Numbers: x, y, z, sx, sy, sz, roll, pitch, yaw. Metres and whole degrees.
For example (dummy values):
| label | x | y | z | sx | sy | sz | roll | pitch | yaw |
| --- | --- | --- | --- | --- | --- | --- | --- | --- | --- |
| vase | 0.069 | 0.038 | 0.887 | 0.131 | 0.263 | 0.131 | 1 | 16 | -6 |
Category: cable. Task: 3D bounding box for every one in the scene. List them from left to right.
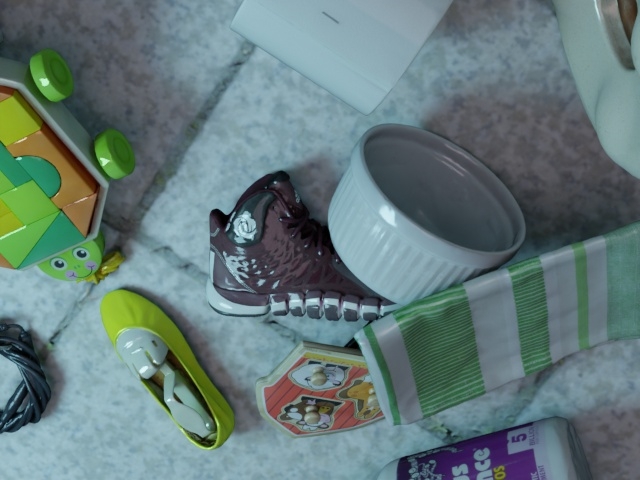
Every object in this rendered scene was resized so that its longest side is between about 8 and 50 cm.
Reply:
| label | x | y | z | sx | sy | sz | roll | pitch | yaw |
| --- | --- | --- | --- | --- | --- | --- | --- | --- | --- |
| cable | -0.424 | 0.176 | 1.883 | 0.184 | 0.047 | 0.150 | -17 | 114 | 11 |

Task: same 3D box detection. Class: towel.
| label | x | y | z | sx | sy | sz | roll | pitch | yaw |
| --- | --- | --- | --- | --- | --- | --- | --- | --- | --- |
| towel | 0.206 | 0.097 | 1.658 | 0.324 | 0.038 | 0.248 | -19 | 149 | 1 |

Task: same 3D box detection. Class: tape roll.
| label | x | y | z | sx | sy | sz | roll | pitch | yaw |
| --- | --- | --- | --- | --- | --- | --- | --- | --- | --- |
| tape roll | 0.042 | -0.270 | 1.524 | 0.169 | 0.246 | 0.246 | 33 | 113 | -5 |

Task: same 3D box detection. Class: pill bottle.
| label | x | y | z | sx | sy | sz | roll | pitch | yaw |
| --- | --- | --- | --- | --- | --- | --- | --- | --- | --- |
| pill bottle | 0.166 | 0.321 | 1.788 | 0.301 | 0.169 | 0.169 | -18 | 109 | 14 |

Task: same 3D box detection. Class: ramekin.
| label | x | y | z | sx | sy | sz | roll | pitch | yaw |
| --- | --- | --- | --- | --- | --- | --- | --- | --- | --- |
| ramekin | 0.105 | -0.019 | 1.644 | 0.207 | 0.207 | 0.109 | 30 | 121 | -5 |

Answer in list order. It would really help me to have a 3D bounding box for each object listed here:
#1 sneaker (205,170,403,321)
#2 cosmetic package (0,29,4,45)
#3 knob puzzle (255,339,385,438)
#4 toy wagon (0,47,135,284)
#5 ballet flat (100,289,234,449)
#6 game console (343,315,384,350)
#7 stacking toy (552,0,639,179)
| label | x | y | z | sx | sy | sz | roll | pitch | yaw |
| --- | --- | --- | --- | --- | --- | --- | --- | --- | --- |
| sneaker | 0.000 | 0.000 | 1.717 | 0.281 | 0.106 | 0.162 | -2 | 109 | 9 |
| cosmetic package | -0.530 | -0.229 | 1.690 | 0.309 | 0.113 | 0.160 | -15 | 110 | 14 |
| knob puzzle | 0.013 | 0.189 | 1.781 | 0.213 | 0.030 | 0.213 | -5 | 145 | -4 |
| toy wagon | -0.339 | -0.060 | 1.701 | 0.267 | 0.068 | 0.344 | -23 | 125 | 21 |
| ballet flat | -0.183 | 0.158 | 1.819 | 0.077 | 0.077 | 0.231 | -33 | 104 | 20 |
| game console | 0.078 | 0.138 | 1.781 | 0.122 | 0.107 | 0.071 | -47 | 71 | 21 |
| stacking toy | 0.484 | -0.270 | 1.477 | 0.480 | 0.350 | 0.351 | -14 | 110 | -6 |
